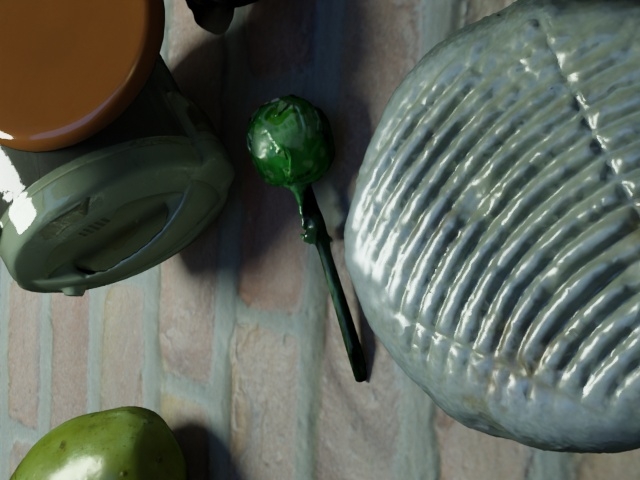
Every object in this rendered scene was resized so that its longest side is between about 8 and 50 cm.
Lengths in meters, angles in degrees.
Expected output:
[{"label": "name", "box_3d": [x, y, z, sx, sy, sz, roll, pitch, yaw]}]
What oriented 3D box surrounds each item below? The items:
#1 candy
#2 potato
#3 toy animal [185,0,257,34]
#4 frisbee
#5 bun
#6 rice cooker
[{"label": "candy", "box_3d": [-0.002, 0.001, 0.793, 0.097, 0.097, 0.323, -17, 89, 38]}, {"label": "potato", "box_3d": [-0.300, 0.344, 0.966, 0.304, 0.216, 0.216, -35, 71, 38]}, {"label": "toy animal", "box_3d": [-0.097, -0.380, 0.750, 0.303, 0.194, 0.344, 33, 130, 33]}, {"label": "frisbee", "box_3d": [-0.275, -0.212, 0.742, 0.251, 0.021, 0.250, -2, 81, 15]}, {"label": "bun", "box_3d": [0.189, -0.008, 0.553, 0.354, 0.194, 0.354, 1, 92, 41]}, {"label": "rice cooker", "box_3d": [-0.267, -0.091, 0.870, 0.288, 0.288, 0.277, -43, 70, 33]}]
